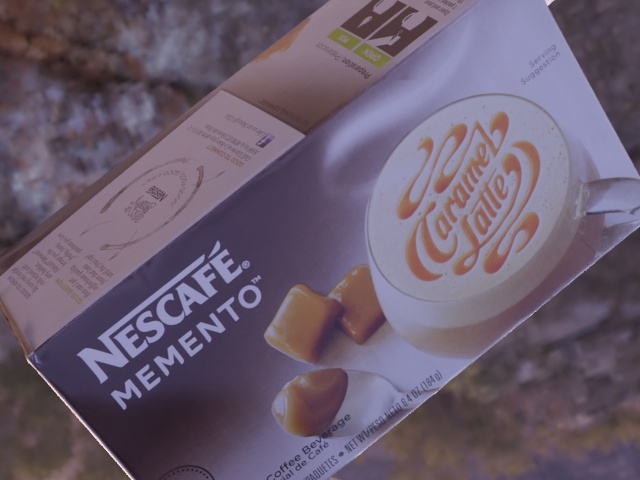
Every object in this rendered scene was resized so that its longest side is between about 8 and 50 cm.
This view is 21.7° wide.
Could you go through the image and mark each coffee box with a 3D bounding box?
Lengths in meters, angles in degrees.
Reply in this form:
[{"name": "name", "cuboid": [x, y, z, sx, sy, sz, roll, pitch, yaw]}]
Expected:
[{"name": "coffee box", "cuboid": [0.000, 0.000, 0.708, 0.246, 0.141, 0.098, -38, -150, -7]}]

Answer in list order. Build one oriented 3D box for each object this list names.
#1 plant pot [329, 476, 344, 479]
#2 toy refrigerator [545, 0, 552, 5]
[{"name": "plant pot", "cuboid": [-0.015, 0.273, 0.748, 0.334, 0.334, 0.305, -22, -151, -1]}, {"name": "toy refrigerator", "cuboid": [0.153, -0.238, 1.085, 0.094, 0.102, 0.269, -4, 150, -48]}]
